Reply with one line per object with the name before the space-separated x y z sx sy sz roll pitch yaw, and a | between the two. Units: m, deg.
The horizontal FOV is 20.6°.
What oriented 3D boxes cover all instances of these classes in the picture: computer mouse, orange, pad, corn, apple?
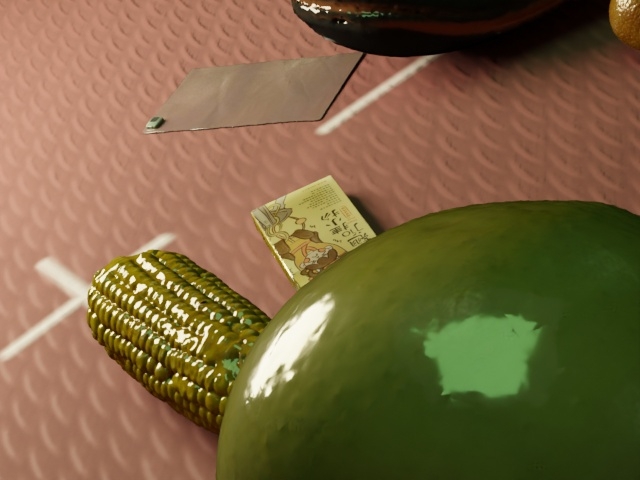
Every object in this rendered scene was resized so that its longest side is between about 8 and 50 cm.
computer mouse | 0.131 -0.237 1.530 0.323 0.116 0.183 -19 27 -11
orange | 0.270 -0.188 1.412 0.085 0.085 0.085 -15 31 10
pad | -0.062 -0.136 1.596 0.187 0.006 0.113 -2 35 29
corn | -0.082 0.074 1.200 0.097 0.097 0.261 -33 33 -19
apple | 0.100 0.118 0.870 0.292 0.292 0.254 4 37 36

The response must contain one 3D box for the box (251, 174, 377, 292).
box | 0.000 0.000 1.333 0.073 0.020 0.149 -25 31 -7
